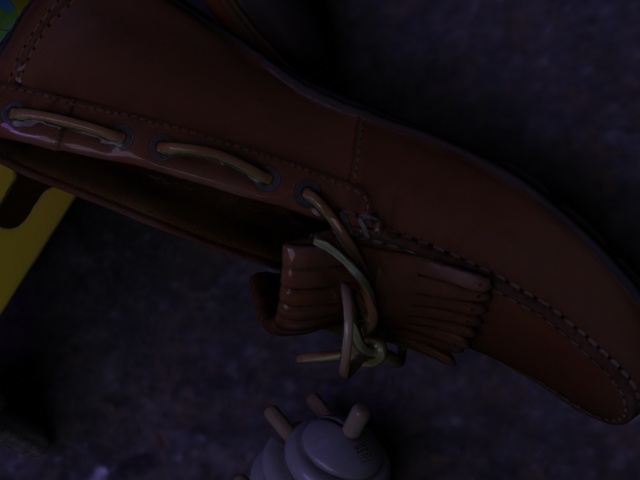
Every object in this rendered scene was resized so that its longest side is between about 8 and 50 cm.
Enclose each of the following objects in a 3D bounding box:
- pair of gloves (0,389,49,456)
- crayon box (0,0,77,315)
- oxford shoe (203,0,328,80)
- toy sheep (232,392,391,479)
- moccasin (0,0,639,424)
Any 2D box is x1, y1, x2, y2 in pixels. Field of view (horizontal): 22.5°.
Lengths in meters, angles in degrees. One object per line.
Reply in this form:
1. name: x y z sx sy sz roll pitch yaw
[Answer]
1. pair of gloves: -0.298 0.064 0.986 0.240 0.204 0.042 24 74 17
2. crayon box: -0.263 -0.075 0.944 0.318 0.081 0.202 24 70 17
3. oxford shoe: -0.041 -0.216 0.873 0.098 0.097 0.271 -20 94 17
4. toy sheep: -0.001 0.141 0.933 0.091 0.091 0.132 32 129 14
5. moccasin: 0.001 -0.001 0.827 0.380 0.139 0.147 30 68 -10
